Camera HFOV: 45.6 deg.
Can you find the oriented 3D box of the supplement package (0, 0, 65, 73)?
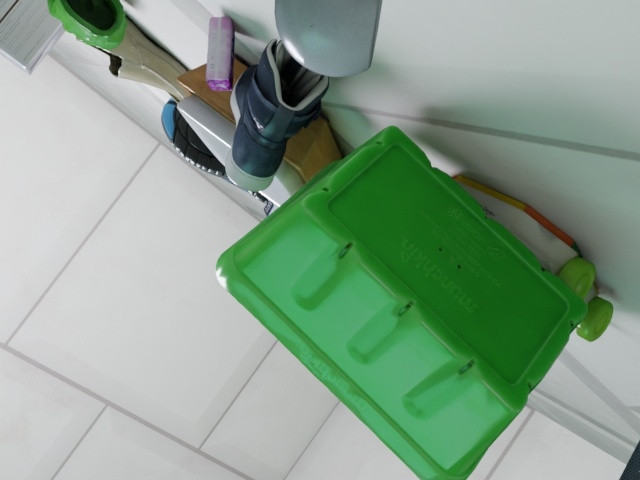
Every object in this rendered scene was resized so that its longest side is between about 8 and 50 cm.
[{"bbox_3d":[-0.631,-0.480,1.452,0.293,0.175,0.177,38,175,-18],"label":"supplement package"}]

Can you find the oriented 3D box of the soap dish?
[{"bbox_3d":[-0.073,-0.144,1.162,0.229,0.118,0.291,36,175,17],"label":"soap dish"}]

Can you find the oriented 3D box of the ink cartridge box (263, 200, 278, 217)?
[{"bbox_3d":[0.000,0.000,1.398,0.208,0.045,0.206,29,-173,-15],"label":"ink cartridge box"}]

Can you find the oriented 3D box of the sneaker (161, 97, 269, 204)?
[{"bbox_3d":[-0.186,-0.173,1.593,0.341,0.125,0.139,38,179,-2],"label":"sneaker"}]

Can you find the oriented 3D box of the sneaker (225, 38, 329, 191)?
[{"bbox_3d":[-0.050,-0.187,0.916,0.086,0.163,0.226,16,-138,-17],"label":"sneaker"}]

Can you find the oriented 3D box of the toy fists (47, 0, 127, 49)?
[{"bbox_3d":[-0.416,-0.410,1.184,0.279,0.096,0.142,41,167,-20],"label":"toy fists"}]

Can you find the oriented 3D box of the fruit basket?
[{"bbox_3d":[0.081,0.086,0.916,0.392,0.283,0.392,29,142,25],"label":"fruit basket"}]

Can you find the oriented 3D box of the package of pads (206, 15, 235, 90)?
[{"bbox_3d":[-0.125,-0.234,0.960,0.032,0.083,0.050,2,174,2],"label":"package of pads"}]

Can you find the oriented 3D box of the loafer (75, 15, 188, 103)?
[{"bbox_3d":[-0.336,-0.325,1.389,0.268,0.092,0.102,40,173,-33],"label":"loafer"}]

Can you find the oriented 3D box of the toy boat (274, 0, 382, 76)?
[{"bbox_3d":[-0.064,-0.202,0.322,0.267,0.148,0.318,-7,154,42],"label":"toy boat"}]

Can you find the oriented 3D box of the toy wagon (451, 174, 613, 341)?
[{"bbox_3d":[0.251,0.035,0.998,0.267,0.068,0.344,32,173,39],"label":"toy wagon"}]

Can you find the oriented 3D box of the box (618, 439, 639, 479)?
[{"bbox_3d":[0.377,0.200,0.757,0.059,0.232,0.183,23,167,41],"label":"box"}]
